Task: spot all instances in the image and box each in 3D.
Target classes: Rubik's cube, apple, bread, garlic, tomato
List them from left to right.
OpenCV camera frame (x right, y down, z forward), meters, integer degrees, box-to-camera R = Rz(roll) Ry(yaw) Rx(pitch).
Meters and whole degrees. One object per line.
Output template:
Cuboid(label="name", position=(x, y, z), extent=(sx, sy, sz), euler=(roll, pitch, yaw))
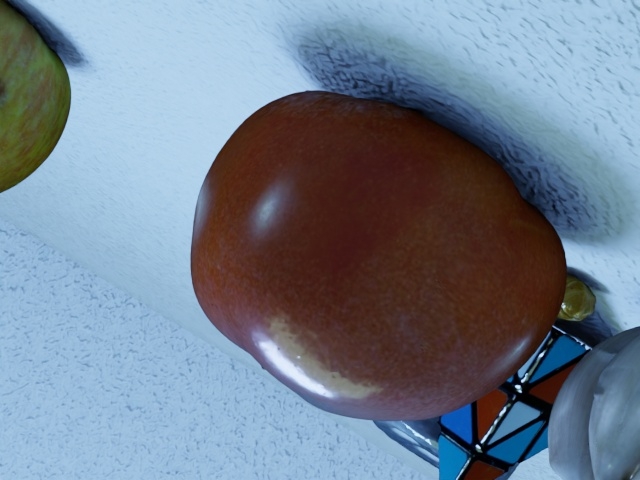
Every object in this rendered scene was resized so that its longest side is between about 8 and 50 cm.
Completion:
Cuboid(label="apple", position=(-0.429, -0.166, 2.158), extent=(0.264, 0.264, 0.264), euler=(30, 168, 7))
Cuboid(label="tomato", position=(0.042, 0.026, 1.674), extent=(0.341, 0.272, 0.341), euler=(30, 168, 7))
Cuboid(label="bread", position=(0.217, 0.048, 1.884), extent=(0.052, 0.044, 0.157), euler=(31, 172, -36))
Cuboid(label="Rubik's cube", position=(0.257, 0.179, 2.024), extent=(0.234, 0.250, 0.284), euler=(8, -174, -26))
Cuboid(label="garlic", position=(0.335, 0.189, 1.728), extent=(0.210, 0.292, 0.237), euler=(126, 125, -72))

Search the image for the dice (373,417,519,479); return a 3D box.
Cuboid(label="dice", position=(0.177, 0.184, 2.216), extent=(0.182, 0.181, 0.183), euler=(30, 171, 1))
